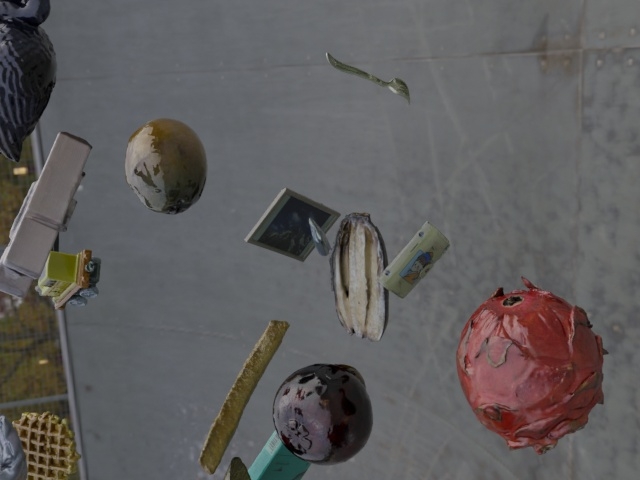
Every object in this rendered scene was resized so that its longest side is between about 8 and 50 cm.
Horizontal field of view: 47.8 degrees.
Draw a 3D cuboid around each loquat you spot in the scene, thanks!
[{"bbox_3d":[-0.317,-0.154,1.487,0.227,0.179,0.179,-116,25,-53],"label":"loquat"}]

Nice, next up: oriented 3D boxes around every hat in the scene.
[{"bbox_3d":[-0.176,0.497,1.389,0.146,0.067,0.146,-18,-90,-84],"label":"hat"}]

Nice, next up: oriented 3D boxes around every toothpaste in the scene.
[{"bbox_3d":[0.000,0.000,1.691,0.057,0.034,0.197,61,178,18],"label":"toothpaste"}]

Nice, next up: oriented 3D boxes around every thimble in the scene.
[{"bbox_3d":[-0.531,0.340,1.123,0.151,0.127,0.118,48,150,16],"label":"thimble"}]

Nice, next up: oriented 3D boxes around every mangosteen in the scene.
[{"bbox_3d":[0.010,0.326,1.380,0.210,0.209,0.210,174,90,-75],"label":"mangosteen"}]

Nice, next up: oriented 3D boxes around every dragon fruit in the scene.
[{"bbox_3d":[0.325,0.199,1.124,0.252,0.241,0.241,48,170,-12],"label":"dragon fruit"}]

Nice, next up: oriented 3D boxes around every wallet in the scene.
[{"bbox_3d":[0.193,0.044,1.459,0.039,0.155,0.110,44,-174,35],"label":"wallet"}]

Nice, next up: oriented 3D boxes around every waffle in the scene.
[{"bbox_3d":[-0.625,0.470,1.624,0.038,0.191,0.191,-17,-78,-72],"label":"waffle"}]

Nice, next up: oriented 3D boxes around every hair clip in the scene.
[{"bbox_3d":[-0.475,-0.050,1.258,0.101,0.085,0.331,-44,30,35],"label":"hair clip"}]

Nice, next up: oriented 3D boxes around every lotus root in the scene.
[{"bbox_3d":[0.105,0.077,1.706,0.167,0.078,0.330,19,123,32],"label":"lotus root"}]

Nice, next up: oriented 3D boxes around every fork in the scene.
[{"bbox_3d":[0.091,-0.290,1.273,0.028,0.219,0.034,-17,65,45],"label":"fork"}]

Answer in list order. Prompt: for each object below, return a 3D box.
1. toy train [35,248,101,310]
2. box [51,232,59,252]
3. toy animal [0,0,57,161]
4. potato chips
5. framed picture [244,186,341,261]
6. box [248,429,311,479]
[{"bbox_3d":[-0.557,0.084,1.581,0.219,0.127,0.089,-31,53,48],"label":"toy train"},{"bbox_3d":[-0.624,-0.001,1.613,0.084,0.060,0.063,15,107,42],"label":"box"},{"bbox_3d":[-0.467,-0.247,1.033,0.122,0.185,0.299,-86,-2,-74],"label":"toy animal"},{"bbox_3d":[-0.185,0.361,1.697,0.407,0.057,0.080,-62,4,-33],"label":"potato chips"},{"bbox_3d":[-0.080,-0.043,2.197,0.209,0.281,0.019,-52,52,15],"label":"framed picture"},{"bbox_3d":[-0.076,0.469,1.538,0.042,0.161,0.226,38,98,36],"label":"box"}]
